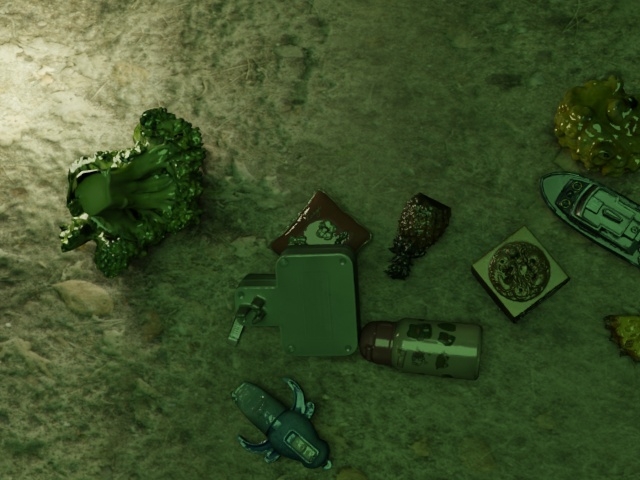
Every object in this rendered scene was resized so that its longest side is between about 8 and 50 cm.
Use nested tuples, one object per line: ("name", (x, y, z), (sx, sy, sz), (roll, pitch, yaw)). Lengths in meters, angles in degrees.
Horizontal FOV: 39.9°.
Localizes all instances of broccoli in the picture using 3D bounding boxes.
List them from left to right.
("broccoli", (-0.415, -0.097, 1.930), (0.338, 0.317, 0.277), (-30, 91, 44))

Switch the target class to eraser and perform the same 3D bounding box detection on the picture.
("eraser", (-0.182, 0.187, 1.968), (0.027, 0.019, 0.099), (20, 86, -2))

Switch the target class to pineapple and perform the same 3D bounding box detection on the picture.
("pineapple", (0.202, -0.001, 1.897), (0.108, 0.108, 0.197), (28, 100, 12))
("pineapple", (0.652, 0.194, 1.812), (0.116, 0.069, 0.137), (-39, 87, -3))

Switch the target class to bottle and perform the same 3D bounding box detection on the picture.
("bottle", (0.209, 0.221, 1.849), (0.253, 0.120, 0.120), (6, 83, 11))

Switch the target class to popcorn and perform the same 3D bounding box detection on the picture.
("popcorn", (0.594, -0.238, 1.819), (0.189, 0.169, 0.218), (-40, 82, 2))

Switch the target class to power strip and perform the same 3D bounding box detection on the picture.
("power strip", (-0.052, 0.132, 1.863), (0.261, 0.141, 0.229), (-1, 106, 10))

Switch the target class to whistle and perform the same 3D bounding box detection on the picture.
("whistle", (-0.080, 0.401, 1.894), (0.269, 0.093, 0.180), (39, 90, 18))

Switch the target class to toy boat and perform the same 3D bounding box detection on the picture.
("toy boat", (0.582, -0.052, 1.820), (0.296, 0.122, 0.114), (33, 89, 12))

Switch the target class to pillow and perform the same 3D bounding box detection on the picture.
("pillow", (0.000, 0.000, 1.934), (0.171, 0.075, 0.179), (41, 90, 10))

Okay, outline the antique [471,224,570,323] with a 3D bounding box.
("antique", (0.411, 0.072, 1.821), (0.147, 0.148, 0.152), (-38, 76, 1))
